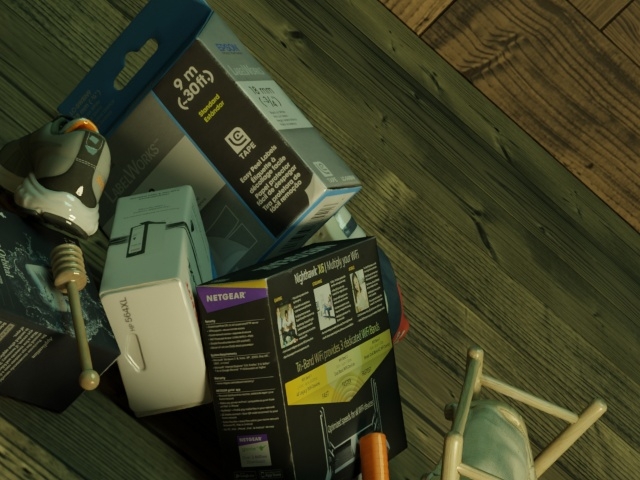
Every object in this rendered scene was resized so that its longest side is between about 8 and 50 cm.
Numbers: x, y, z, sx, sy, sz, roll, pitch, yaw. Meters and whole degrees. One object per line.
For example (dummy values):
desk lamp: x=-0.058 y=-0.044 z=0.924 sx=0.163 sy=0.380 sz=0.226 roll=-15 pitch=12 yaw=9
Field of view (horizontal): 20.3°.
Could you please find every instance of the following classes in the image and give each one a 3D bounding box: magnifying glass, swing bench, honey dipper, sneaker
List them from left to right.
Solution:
sneaker: x=-0.259 y=-0.074 z=1.784 sx=0.100 sy=0.108 sz=0.271 roll=25 pitch=0 yaw=-22
honey dipper: x=-0.216 y=0.069 z=1.575 sx=0.030 sy=0.030 sz=0.160 roll=29 pitch=31 yaw=-37
sneaker: x=0.000 y=0.000 z=2.251 sx=0.148 sy=0.131 sz=0.350 roll=25 pitch=34 yaw=-57
magnifying glass: x=0.060 y=0.300 z=1.771 sx=0.026 sy=0.092 sz=0.231 roll=31 pitch=44 yaw=-44
swing bench: x=0.174 y=0.290 z=1.889 sx=0.165 sy=0.254 sz=0.253 roll=23 pitch=20 yaw=3

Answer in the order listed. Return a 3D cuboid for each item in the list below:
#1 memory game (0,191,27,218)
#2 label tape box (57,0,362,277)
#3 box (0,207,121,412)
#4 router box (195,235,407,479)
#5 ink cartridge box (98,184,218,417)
memory game: x=-0.374 y=-0.077 z=1.825 sx=0.186 sy=0.012 sz=0.186 roll=39 pitch=21 yaw=-18
label tape box: x=-0.153 y=-0.101 z=1.968 sx=0.333 sy=0.240 sz=0.106 roll=50 pitch=23 yaw=13
box: x=-0.286 y=0.056 z=1.633 sx=0.158 sy=0.093 sz=0.156 roll=25 pitch=29 yaw=-45
router box: x=-0.012 y=0.136 z=1.839 sx=0.309 sy=0.081 sz=0.243 roll=-18 pitch=101 yaw=-66
ink cartridge box: x=-0.157 y=0.058 z=1.791 sx=0.203 sy=0.086 sz=0.148 roll=-92 pitch=170 yaw=-61
